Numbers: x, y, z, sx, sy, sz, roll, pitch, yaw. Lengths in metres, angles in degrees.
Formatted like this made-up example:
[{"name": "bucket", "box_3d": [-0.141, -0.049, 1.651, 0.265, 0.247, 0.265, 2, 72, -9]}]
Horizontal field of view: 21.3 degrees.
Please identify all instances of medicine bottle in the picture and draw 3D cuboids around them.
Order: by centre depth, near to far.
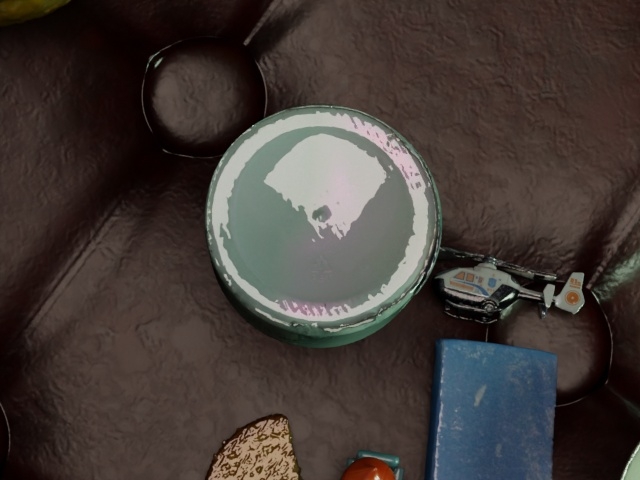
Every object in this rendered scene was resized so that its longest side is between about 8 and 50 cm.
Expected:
[{"name": "medicine bottle", "box_3d": [0.000, 0.000, 1.851, 0.245, 0.290, 0.245, 0, 80, -1]}]

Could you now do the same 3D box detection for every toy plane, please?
[{"name": "toy plane", "box_3d": [0.208, 0.056, 1.970, 0.197, 0.053, 0.078, 10, 72, 4]}]

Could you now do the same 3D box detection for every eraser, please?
[{"name": "eraser", "box_3d": [0.187, 0.269, 1.914, 0.144, 0.042, 0.312, 9, 74, -8]}]

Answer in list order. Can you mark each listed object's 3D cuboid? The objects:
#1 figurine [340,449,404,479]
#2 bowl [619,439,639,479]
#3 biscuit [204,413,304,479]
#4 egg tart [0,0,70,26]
[{"name": "figurine", "box_3d": [0.056, 0.271, 1.886, 0.068, 0.140, 0.075, 12, 81, 4]}, {"name": "bowl", "box_3d": [0.471, 0.327, 1.882, 0.337, 0.157, 0.337, 0, 81, -3]}, {"name": "biscuit", "box_3d": [-0.073, 0.306, 1.934, 0.126, 0.025, 0.206, -10, 81, -4]}, {"name": "egg tart", "box_3d": [-0.351, -0.323, 1.940, 0.294, 0.295, 0.116, -17, 124, -4]}]
